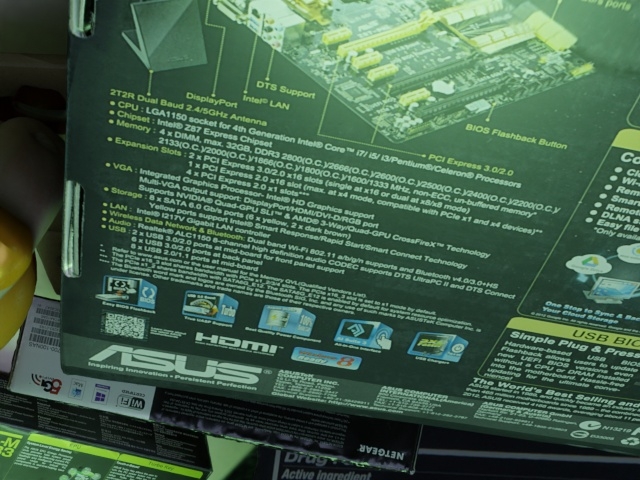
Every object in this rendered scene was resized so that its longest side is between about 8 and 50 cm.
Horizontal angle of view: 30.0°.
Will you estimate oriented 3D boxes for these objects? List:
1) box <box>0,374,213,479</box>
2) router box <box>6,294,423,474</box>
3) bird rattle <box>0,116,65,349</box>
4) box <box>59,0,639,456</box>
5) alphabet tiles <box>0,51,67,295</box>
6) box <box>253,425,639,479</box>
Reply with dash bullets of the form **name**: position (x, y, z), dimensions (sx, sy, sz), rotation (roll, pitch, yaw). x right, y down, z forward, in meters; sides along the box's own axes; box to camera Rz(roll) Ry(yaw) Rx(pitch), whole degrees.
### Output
- **box**: position (-0.191, 0.162, 0.712), dimensions (0.190, 0.045, 0.184), rotation (19, 119, -28)
- **router box**: position (-0.049, 0.069, 0.570), dimensions (0.179, 0.133, 0.046), rotation (13, 83, -5)
- **bird rattle**: position (-0.168, 0.038, 0.483), dimensions (0.207, 0.253, 0.143), rotation (-43, 99, 12)
- **box**: position (0.116, -0.037, 0.398), dimensions (0.395, 0.097, 0.318), rotation (9, 145, -6)
- **alphabet tiles**: position (0.000, 0.000, 0.561), dimensions (0.285, 0.011, 0.342), rotation (3, 144, 7)
- **box**: position (0.108, 0.259, 0.639), dimensions (0.296, 0.294, 0.183), rotation (0, 152, 15)
